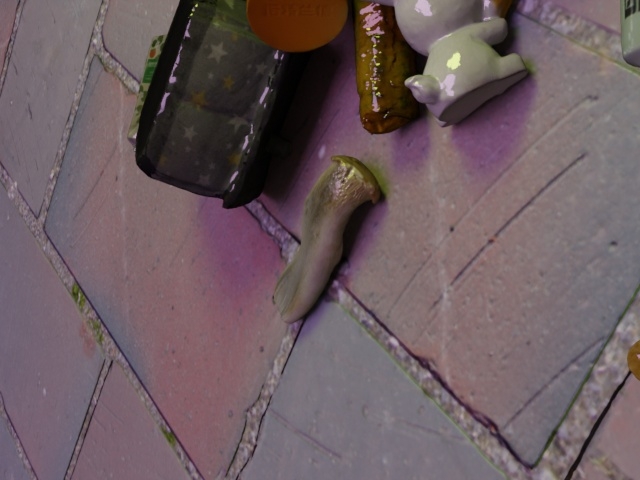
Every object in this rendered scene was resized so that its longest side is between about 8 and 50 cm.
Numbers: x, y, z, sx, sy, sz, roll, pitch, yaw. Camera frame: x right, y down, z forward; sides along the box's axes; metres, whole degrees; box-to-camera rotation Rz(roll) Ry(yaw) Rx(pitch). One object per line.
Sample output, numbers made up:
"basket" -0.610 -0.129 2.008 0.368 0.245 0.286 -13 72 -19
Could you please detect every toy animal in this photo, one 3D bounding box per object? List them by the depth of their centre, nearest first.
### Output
"toy animal" 0.096 -0.201 0.786 0.131 0.127 0.181 -38 70 49

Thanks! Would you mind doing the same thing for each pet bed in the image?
"pet bed" -0.096 -0.160 1.000 0.183 0.159 0.211 -111 42 -63

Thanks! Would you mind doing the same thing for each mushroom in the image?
"mushroom" 0.001 0.003 0.940 0.059 0.054 0.202 57 134 44

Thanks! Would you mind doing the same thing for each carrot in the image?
"carrot" 0.058 -0.231 0.870 0.070 0.070 0.260 -10 79 50

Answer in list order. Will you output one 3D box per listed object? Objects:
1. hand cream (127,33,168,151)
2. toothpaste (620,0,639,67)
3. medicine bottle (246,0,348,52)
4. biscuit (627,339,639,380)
"hand cream" -0.232 -0.201 1.256 0.057 0.037 0.165 9 88 50
"toothpaste" 0.246 -0.274 0.652 0.099 0.061 0.392 -6 80 53
"medicine bottle" -0.024 -0.281 0.910 0.096 0.096 0.192 -46 32 38
"biscuit" 0.301 0.044 0.576 0.184 0.035 0.249 53 126 40
